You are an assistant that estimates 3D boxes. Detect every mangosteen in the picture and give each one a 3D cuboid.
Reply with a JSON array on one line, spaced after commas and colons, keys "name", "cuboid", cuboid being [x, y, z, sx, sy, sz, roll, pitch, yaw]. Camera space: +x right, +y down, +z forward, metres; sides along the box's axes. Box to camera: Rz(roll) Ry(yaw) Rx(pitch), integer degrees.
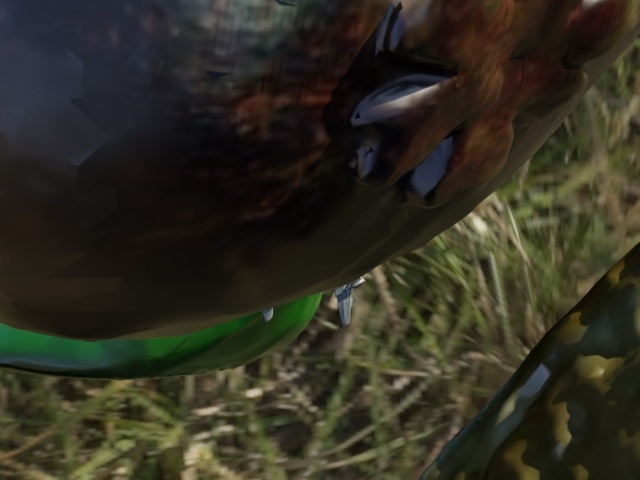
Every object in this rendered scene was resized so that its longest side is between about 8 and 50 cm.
[{"name": "mangosteen", "cuboid": [-0.048, -0.131, 0.578, 0.330, 0.330, 0.330, -1, 86, 7]}]

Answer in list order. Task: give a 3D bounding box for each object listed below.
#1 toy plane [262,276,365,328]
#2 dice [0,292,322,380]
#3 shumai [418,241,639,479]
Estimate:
[{"name": "toy plane", "cuboid": [-0.001, 0.001, 0.885, 0.084, 0.024, 0.078, -32, 102, 14]}, {"name": "dice", "cuboid": [-0.124, -0.113, 1.019, 0.297, 0.287, 0.300, 8, 106, 2]}, {"name": "shumai", "cuboid": [0.182, 0.149, 0.493, 0.288, 0.292, 0.330, 39, 87, -28]}]
